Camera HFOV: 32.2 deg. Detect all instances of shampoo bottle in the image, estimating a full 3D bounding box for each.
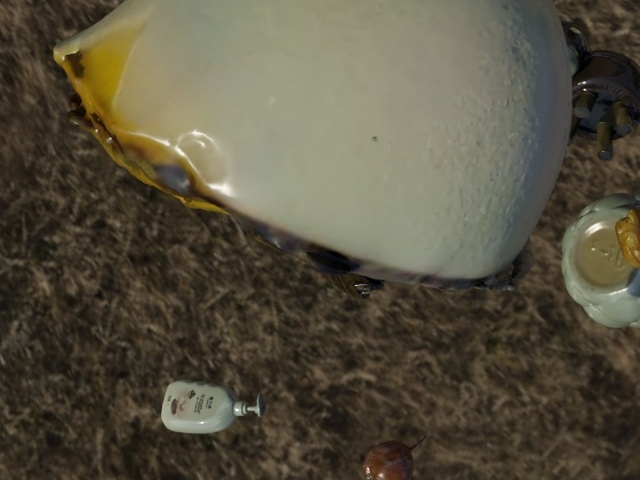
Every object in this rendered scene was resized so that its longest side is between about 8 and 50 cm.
[{"bbox_3d":[-0.146,0.236,1.559,0.045,0.152,0.077,54,43,-55],"label":"shampoo bottle"}]

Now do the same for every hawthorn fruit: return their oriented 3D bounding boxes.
[{"bbox_3d":[0.103,0.282,1.422,0.103,0.067,0.067,-35,125,-18],"label":"hawthorn fruit"}]

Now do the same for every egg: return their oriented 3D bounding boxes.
[{"bbox_3d":[0.010,-0.104,0.623,0.264,0.286,0.174,-28,140,-65],"label":"egg"}]

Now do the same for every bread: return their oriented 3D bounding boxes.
[{"bbox_3d":[0.434,0.000,1.505,0.081,0.046,0.083,43,47,-22],"label":"bread"}]

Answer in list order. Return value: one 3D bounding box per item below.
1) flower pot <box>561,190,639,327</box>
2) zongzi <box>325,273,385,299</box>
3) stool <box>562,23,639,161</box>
[{"bbox_3d":[0.536,0.034,1.920,0.195,0.246,0.246,9,110,-49],"label":"flower pot"},{"bbox_3d":[0.000,0.000,1.463,0.317,0.154,0.289,-35,144,-38],"label":"zongzi"},{"bbox_3d":[0.363,-0.205,1.517,0.217,0.125,0.121,42,51,-24],"label":"stool"}]
